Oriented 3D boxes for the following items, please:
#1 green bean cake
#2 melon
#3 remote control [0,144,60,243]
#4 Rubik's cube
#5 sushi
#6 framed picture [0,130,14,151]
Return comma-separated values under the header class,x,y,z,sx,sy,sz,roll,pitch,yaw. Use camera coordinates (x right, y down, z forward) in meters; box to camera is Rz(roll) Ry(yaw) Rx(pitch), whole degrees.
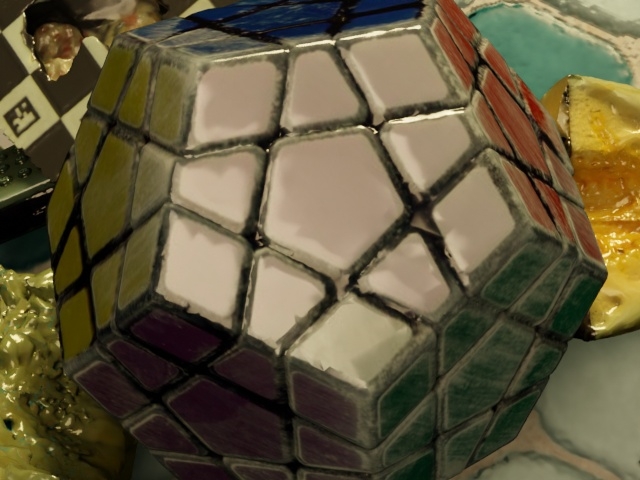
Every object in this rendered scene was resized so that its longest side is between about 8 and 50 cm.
class,x,y,z,sx,sy,sz,roll,pitch,yaw
green bean cake,-0.191,0.153,0.961,0.202,0.310,0.285,18,87,-11
melon,0.187,-0.014,1.012,0.128,0.079,0.160,-2,78,-7
remote control,-0.157,-0.049,1.064,0.222,0.042,0.072,-24,34,-2
Rubik's cube,0.000,0.000,0.935,0.319,0.319,0.264,-4,109,13
sushi,-0.133,-0.148,1.056,0.210,0.040,0.192,-48,64,2
framed picture,-0.158,-0.162,1.108,0.296,0.019,0.232,41,92,-1
